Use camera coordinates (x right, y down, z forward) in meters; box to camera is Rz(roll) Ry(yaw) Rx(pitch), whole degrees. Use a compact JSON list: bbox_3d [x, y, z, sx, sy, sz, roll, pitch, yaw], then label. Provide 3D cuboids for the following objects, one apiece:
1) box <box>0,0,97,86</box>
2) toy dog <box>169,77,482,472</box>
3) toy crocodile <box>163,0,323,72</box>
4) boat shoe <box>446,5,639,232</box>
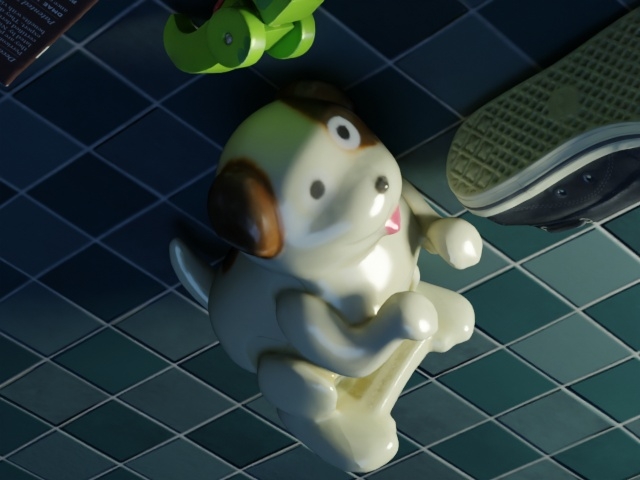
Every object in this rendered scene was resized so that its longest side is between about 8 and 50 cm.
[{"bbox_3d":[-0.276,-0.287,1.776,0.167,0.168,0.203,36,138,-18],"label":"box"},{"bbox_3d":[0.000,0.000,2.250,0.395,0.284,0.408,32,151,25],"label":"toy dog"},{"bbox_3d":[-0.031,-0.270,2.010,0.340,0.105,0.115,-37,168,39],"label":"toy crocodile"},{"bbox_3d":[0.361,-0.137,2.082,0.156,0.187,0.500,28,141,-35],"label":"boat shoe"}]
